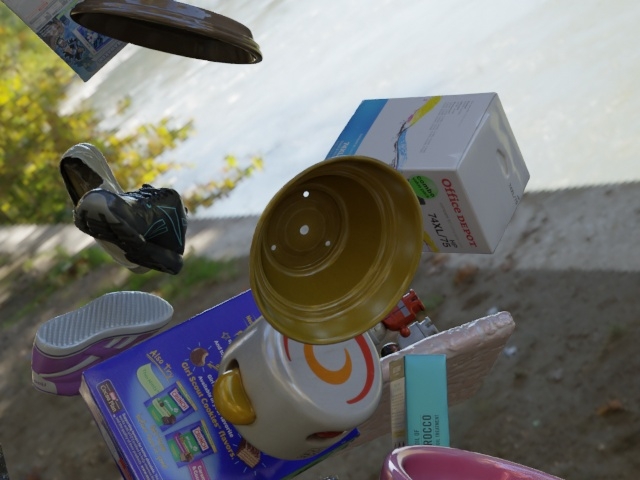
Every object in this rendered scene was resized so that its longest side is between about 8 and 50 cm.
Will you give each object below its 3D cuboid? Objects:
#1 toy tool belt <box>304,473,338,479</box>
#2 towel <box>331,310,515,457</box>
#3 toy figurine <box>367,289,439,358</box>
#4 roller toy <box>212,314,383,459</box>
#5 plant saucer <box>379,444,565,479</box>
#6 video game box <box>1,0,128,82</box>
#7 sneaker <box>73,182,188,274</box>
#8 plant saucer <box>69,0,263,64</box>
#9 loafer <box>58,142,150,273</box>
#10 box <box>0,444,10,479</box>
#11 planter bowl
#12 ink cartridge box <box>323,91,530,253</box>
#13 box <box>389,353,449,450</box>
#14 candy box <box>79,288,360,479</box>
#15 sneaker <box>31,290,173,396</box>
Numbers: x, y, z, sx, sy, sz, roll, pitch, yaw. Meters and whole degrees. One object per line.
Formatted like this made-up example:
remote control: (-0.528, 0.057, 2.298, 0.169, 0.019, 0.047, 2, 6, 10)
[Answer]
toy tool belt: (0.011, 0.434, 2.009, 0.083, 0.051, 0.052, -20, 1, 11)
towel: (0.165, 0.258, 2.057, 0.332, 0.053, 0.317, -20, -26, -18)
toy figurine: (0.159, 0.191, 2.356, 0.148, 0.213, 0.209, -35, 21, 1)
roller toy: (-0.030, 0.183, 1.494, 0.146, 0.191, 0.209, -41, 17, 40)
plant saucer: (0.209, 0.297, 1.116, 0.332, 0.332, 0.084, -148, 76, -74)
video game box: (-0.346, -0.373, 1.726, 0.205, 0.187, 0.048, -40, 24, 8)
sneaker: (-0.248, -0.034, 1.540, 0.267, 0.101, 0.106, 52, -123, -72)
plant saucer: (-0.213, -0.301, 1.625, 0.278, 0.278, 0.041, -166, 88, -71)
loafer: (-0.386, -0.052, 2.035, 0.102, 0.268, 0.092, -39, -8, 18)
box: (-0.509, 0.343, 1.689, 0.045, 0.184, 0.191, -11, 6, 1)
planter bowl: (0.000, 0.000, 1.272, 0.217, 0.217, 0.090, -40, 33, -12)
ink cartridge box: (0.181, -0.114, 1.958, 0.270, 0.198, 0.197, 2, 46, 36)
box: (0.136, 0.281, 1.564, 0.060, 0.244, 0.100, 1, -11, -9)
candy box: (-0.146, 0.247, 1.658, 0.317, 0.268, 0.122, -25, -11, -22)
sneaker: (-0.401, 0.193, 2.085, 0.282, 0.102, 0.161, -16, -45, -39)
